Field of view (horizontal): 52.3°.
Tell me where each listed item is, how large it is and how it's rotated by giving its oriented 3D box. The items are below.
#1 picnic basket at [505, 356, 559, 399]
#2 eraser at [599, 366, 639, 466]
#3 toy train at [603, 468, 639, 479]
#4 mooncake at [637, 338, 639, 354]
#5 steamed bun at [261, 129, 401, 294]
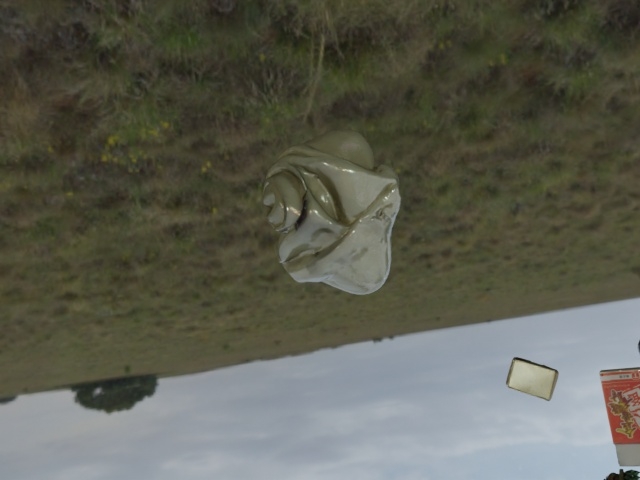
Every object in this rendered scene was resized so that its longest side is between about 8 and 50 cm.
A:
[{"bbox_3d":[0.756,0.492,2.326,0.164,0.115,0.079,16,-178,24],"label":"picnic basket"},{"bbox_3d":[0.764,0.415,1.537,0.157,0.230,0.038,-12,176,27],"label":"eraser"},{"bbox_3d":[0.861,0.708,1.870,0.118,0.074,0.176,-8,180,24],"label":"toy train"},{"bbox_3d":[1.009,0.267,1.613,0.381,0.350,0.212,-30,133,10],"label":"mooncake"},{"bbox_3d":[-0.003,-0.074,1.471,0.255,0.367,0.342,3,-166,-37],"label":"steamed bun"}]
